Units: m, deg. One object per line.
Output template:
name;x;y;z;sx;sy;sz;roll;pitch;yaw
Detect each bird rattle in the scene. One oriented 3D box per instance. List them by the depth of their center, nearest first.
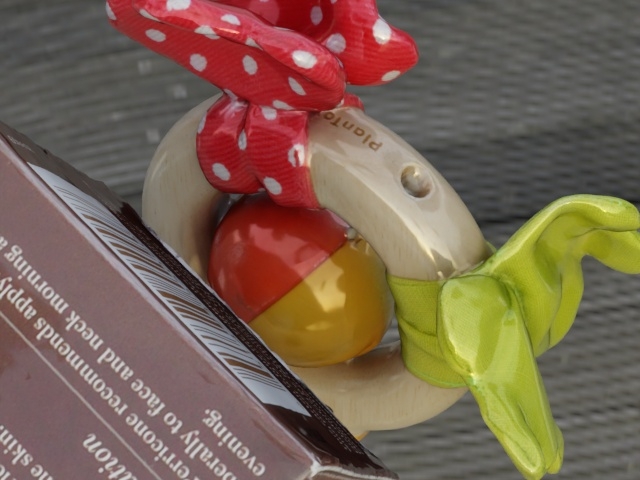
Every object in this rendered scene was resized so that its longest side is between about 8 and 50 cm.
bird rattle;0.000;0.000;0.746;0.253;0.207;0.143;38;50;-10

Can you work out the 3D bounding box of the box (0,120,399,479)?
box;-0.109;0.094;0.641;0.203;0.167;0.168;-45;77;1
